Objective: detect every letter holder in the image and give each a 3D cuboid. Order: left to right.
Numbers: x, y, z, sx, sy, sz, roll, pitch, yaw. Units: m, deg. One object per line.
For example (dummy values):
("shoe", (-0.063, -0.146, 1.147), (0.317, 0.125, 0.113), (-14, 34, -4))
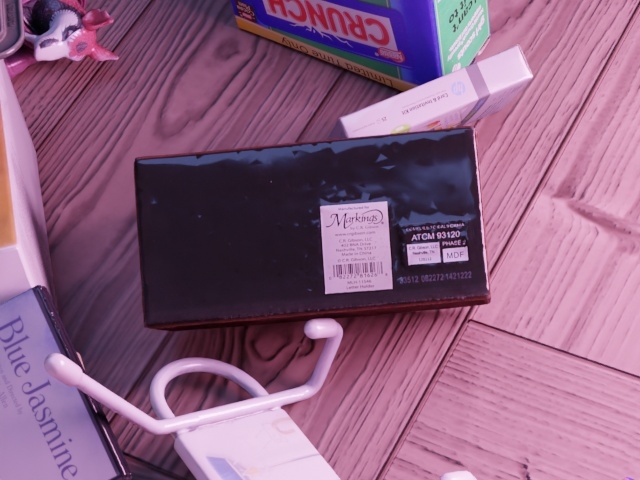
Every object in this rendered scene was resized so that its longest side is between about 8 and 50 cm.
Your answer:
("letter holder", (0.000, 0.000, 1.572), (0.301, 0.214, 0.152), (-5, 83, 5))

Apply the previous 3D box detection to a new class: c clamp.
("c clamp", (-0.351, -0.202, 1.641), (0.137, 0.022, 0.161), (-9, 40, 2))

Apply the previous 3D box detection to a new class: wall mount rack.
("wall mount rack", (-0.054, 0.181, 1.376), (0.304, 0.130, 0.350), (-10, 44, -38))

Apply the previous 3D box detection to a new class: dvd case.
("dvd case", (-0.302, 0.173, 1.426), (0.253, 0.022, 0.180), (-28, 80, 8))

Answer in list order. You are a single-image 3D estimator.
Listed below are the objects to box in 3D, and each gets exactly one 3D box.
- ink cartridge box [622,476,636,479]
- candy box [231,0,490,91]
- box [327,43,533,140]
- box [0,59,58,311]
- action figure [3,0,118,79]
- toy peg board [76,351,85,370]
("ink cartridge box", (0.240, 0.312, 1.325), (0.371, 0.069, 0.175), (-40, 56, -23))
("candy box", (0.022, -0.315, 1.691), (0.268, 0.317, 0.122), (23, 60, 26))
("box", (0.099, -0.121, 1.638), (0.186, 0.145, 0.038), (-22, 84, -9))
("box", (-0.371, -0.016, 1.579), (0.215, 0.168, 0.345), (-15, 40, -4))
("action figure", (-0.373, -0.265, 1.849), (0.370, 0.248, 0.275), (24, 16, 11))
("toy peg board", (-0.246, 0.205, 1.479), (0.160, 0.079, 0.161), (-25, 64, 9))
